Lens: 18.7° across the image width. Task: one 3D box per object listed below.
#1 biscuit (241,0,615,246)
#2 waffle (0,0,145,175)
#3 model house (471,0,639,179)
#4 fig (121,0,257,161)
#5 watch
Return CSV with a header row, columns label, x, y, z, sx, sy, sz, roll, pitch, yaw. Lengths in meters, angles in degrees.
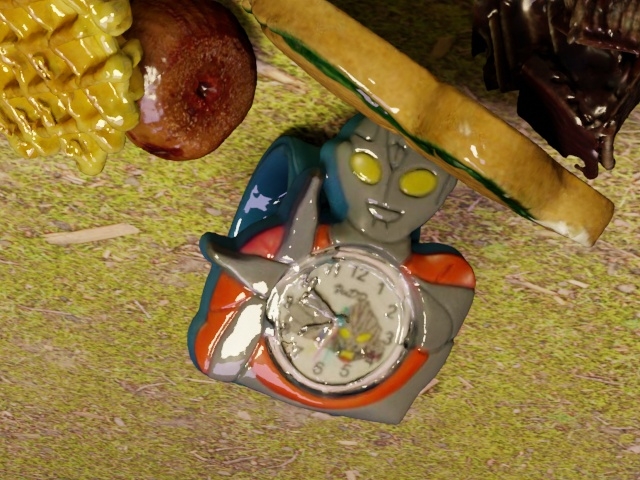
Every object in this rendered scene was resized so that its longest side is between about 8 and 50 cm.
label,x,y,z,sx,sy,sz,roll,pitch,yaw
biscuit,0.091,-0.092,1.507,0.344,0.057,0.287,32,-175,-25
waffle,-0.249,-0.184,1.500,0.283,0.065,0.309,30,146,15
model house,0.178,-0.153,1.427,0.141,0.164,0.203,0,152,7
fig,-0.156,-0.145,1.627,0.201,0.134,0.146,13,133,40
watch,0.000,0.000,1.761,0.241,0.305,0.274,19,-177,-14
